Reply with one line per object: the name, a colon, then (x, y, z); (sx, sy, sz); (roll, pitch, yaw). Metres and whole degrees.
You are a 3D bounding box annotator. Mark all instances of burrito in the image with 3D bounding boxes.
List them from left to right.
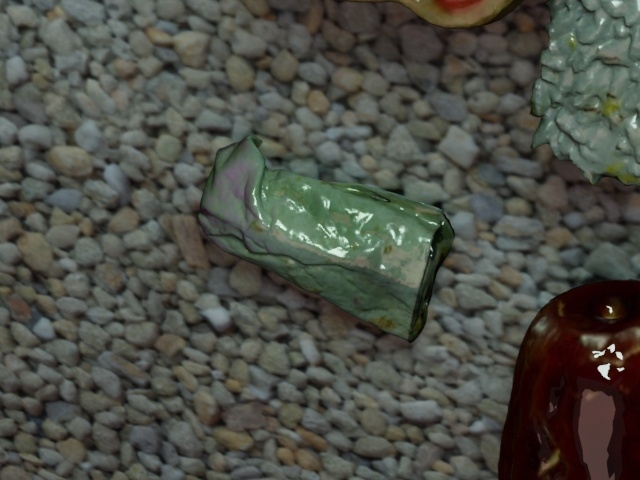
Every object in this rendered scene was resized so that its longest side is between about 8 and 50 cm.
burrito: (0.000, 0.000, 1.721); (0.229, 0.089, 0.144); (20, 131, 6)

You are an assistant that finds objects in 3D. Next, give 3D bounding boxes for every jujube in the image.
jujube: (0.263, 0.194, 1.672); (0.223, 0.223, 0.318); (5, 120, 22)

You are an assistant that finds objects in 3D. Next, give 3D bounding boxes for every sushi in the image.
sushi: (0.242, -0.162, 1.397); (0.139, 0.184, 0.274); (17, 132, 11)

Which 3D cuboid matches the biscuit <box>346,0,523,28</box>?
biscuit: (0.081, -0.330, 1.310); (0.381, 0.074, 0.359); (30, 99, 13)
